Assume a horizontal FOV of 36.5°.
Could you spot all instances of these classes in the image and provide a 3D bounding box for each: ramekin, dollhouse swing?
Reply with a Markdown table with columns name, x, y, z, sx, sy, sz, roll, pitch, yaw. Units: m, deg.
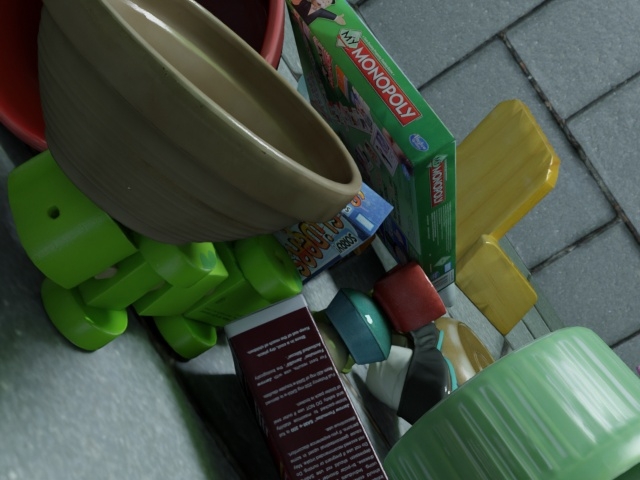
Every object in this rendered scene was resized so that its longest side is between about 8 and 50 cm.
| name | x | y | z | sx | sy | sz | roll | pitch | yaw |
| --- | --- | --- | --- | --- | --- | --- | --- | --- | --- |
| ramekin | 0.208 | 0.223 | 0.988 | 0.148 | 0.303 | 0.303 | 55 | 14 | 24 |
| dollhouse swing | 0.401 | -0.062 | 2.063 | 0.315 | 0.305 | 0.347 | 44 | 19 | -35 |

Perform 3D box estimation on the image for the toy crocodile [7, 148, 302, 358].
| name | x | y | z | sx | sy | sz | roll | pitch | yaw |
| --- | --- | --- | --- | --- | --- | --- | --- | --- | --- |
| toy crocodile | -0.113 | 0.018 | 0.756 | 0.105 | 0.115 | 0.340 | 62 | 17 | 21 |

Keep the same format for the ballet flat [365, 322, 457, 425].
| name | x | y | z | sx | sy | sz | roll | pitch | yaw |
| --- | --- | --- | --- | --- | --- | --- | --- | --- | --- |
| ballet flat | 0.103 | 0.160 | 1.164 | 0.096 | 0.095 | 0.280 | 12 | 8 | 1 |

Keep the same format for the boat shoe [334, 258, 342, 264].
| name | x | y | z | sx | sy | sz | roll | pitch | yaw |
| --- | --- | --- | --- | --- | --- | --- | --- | --- | --- |
| boat shoe | 0.000 | 0.000 | 1.207 | 0.073 | 0.073 | 0.207 | 59 | 23 | 2 |

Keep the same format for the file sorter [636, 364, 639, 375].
| name | x | y | z | sx | sy | sz | roll | pitch | yaw |
| --- | --- | --- | --- | --- | --- | --- | --- | --- | --- |
| file sorter | 0.340 | 0.309 | 1.206 | 0.202 | 0.291 | 0.182 | 27 | 30 | -60 |

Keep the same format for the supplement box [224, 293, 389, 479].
| name | x | y | z | sx | sy | sz | roll | pitch | yaw |
| --- | --- | --- | --- | --- | --- | --- | --- | --- | --- |
| supplement box | 0.002 | 0.178 | 0.777 | 0.130 | 0.073 | 0.239 | 90 | -24 | -64 |

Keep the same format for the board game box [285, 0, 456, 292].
| name | x | y | z | sx | sy | sz | roll | pitch | yaw |
| --- | --- | --- | --- | --- | --- | --- | --- | --- | --- |
| board game box | 0.057 | -0.087 | 0.965 | 0.213 | 0.046 | 0.317 | 57 | -7 | 24 |

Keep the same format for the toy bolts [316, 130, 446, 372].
| name | x | y | z | sx | sy | sz | roll | pitch | yaw |
| --- | --- | --- | --- | --- | --- | --- | --- | --- | --- |
| toy bolts | 0.001 | 0.033 | 1.030 | 0.228 | 0.158 | 0.218 | 58 | -7 | 5 |

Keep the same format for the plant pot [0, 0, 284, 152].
| name | x | y | z | sx | sy | sz | roll | pitch | yaw |
| --- | --- | --- | --- | --- | --- | --- | --- | --- | --- |
| plant pot | -0.148 | -0.192 | 0.855 | 0.275 | 0.275 | 0.243 | 57 | 6 | 2 |

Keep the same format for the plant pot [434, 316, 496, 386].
| name | x | y | z | sx | sy | sz | roll | pitch | yaw |
| --- | --- | --- | --- | --- | --- | --- | --- | --- | --- |
| plant pot | 0.267 | 0.223 | 1.614 | 0.236 | 0.032 | 0.236 | 49 | 17 | -21 |

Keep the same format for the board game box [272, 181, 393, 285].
| name | x | y | z | sx | sy | sz | roll | pitch | yaw |
| --- | --- | --- | --- | --- | --- | --- | --- | --- | --- |
| board game box | -0.033 | -0.033 | 0.830 | 0.136 | 0.035 | 0.201 | 39 | -22 | -4 |

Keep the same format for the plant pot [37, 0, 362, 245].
| name | x | y | z | sx | sy | sz | roll | pitch | yaw |
| --- | --- | --- | --- | --- | --- | --- | --- | --- | --- |
| plant pot | -0.096 | -0.076 | 0.620 | 0.237 | 0.110 | 0.237 | 40 | 16 | -13 |

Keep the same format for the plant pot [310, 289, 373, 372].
| name | x | y | z | sx | sy | sz | roll | pitch | yaw |
| --- | --- | --- | --- | --- | --- | --- | --- | --- | --- |
| plant pot | 0.042 | 0.098 | 1.117 | 0.083 | 0.079 | 0.083 | 49 | 18 | -23 |

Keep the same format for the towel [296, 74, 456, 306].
| name | x | y | z | sx | sy | sz | roll | pitch | yaw |
| --- | --- | --- | --- | --- | --- | --- | --- | --- | --- |
| towel | 0.093 | -0.059 | 1.432 | 0.320 | 0.090 | 0.374 | 61 | 5 | 19 |
